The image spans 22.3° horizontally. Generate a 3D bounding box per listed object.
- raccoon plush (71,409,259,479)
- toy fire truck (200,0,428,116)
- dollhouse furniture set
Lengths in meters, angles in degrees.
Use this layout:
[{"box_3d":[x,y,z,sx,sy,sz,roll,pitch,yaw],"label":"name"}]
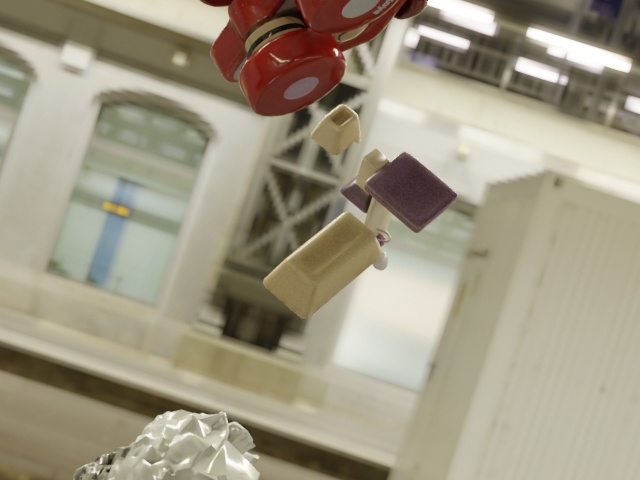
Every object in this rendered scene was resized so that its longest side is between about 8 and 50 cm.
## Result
[{"box_3d":[-0.266,0.179,0.900,0.299,0.446,0.216,39,10,1],"label":"raccoon plush"},{"box_3d":[0.033,-0.254,1.530,0.254,0.169,0.302,-12,-25,-35],"label":"toy fire truck"},{"box_3d":[0.000,0.000,0.904,0.091,0.114,0.081,41,-31,17],"label":"dollhouse furniture set"}]
